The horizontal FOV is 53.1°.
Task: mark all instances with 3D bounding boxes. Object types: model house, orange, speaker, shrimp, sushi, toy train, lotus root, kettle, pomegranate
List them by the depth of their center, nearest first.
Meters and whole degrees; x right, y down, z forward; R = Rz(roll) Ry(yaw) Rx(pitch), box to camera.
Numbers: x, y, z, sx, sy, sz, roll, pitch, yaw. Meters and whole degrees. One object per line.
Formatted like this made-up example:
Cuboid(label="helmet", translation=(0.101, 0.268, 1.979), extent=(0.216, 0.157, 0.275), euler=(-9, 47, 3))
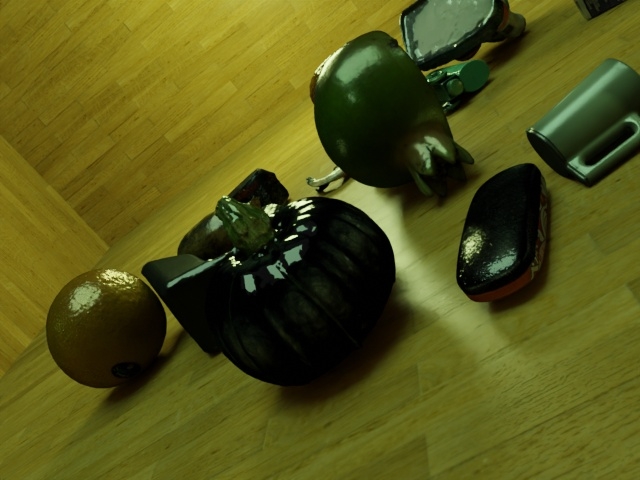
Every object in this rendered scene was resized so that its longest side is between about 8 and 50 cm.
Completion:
Cuboid(label="kettle", translation=(0.380, -0.158, 0.888), extent=(0.148, 0.126, 0.098), euler=(-41, -15, 5))
Cuboid(label="pomegranate", translation=(0.117, -0.201, 1.201), extent=(0.216, 0.309, 0.358), euler=(-31, 54, 2))
Cuboid(label="speaker", translation=(-0.245, 0.101, 1.383), extent=(0.184, 0.180, 0.388), euler=(-38, 17, -16))
Cuboid(label="orange", translation=(-0.490, 0.201, 1.469), extent=(0.274, 0.274, 0.274), euler=(-36, 18, 13))
Cuboid(label="toy train", translation=(0.306, -0.384, 1.565), extent=(0.159, 0.101, 0.248), euler=(-33, 16, -9))
Cuboid(label="lotus root", translation=(-0.249, 0.021, 1.577), extent=(0.314, 0.169, 0.141), euler=(-36, 42, 21))
Cuboid(label="model house", translation=(0.402, -0.547, 1.664), extent=(0.301, 0.190, 0.271), euler=(-1, -17, -45))
Cuboid(label="shrimp", translation=(0.034, -0.192, 1.723), extent=(0.152, 0.046, 0.219), euler=(-31, 20, 17))
Cuboid(label="sushi", translation=(-0.204, -0.105, 1.875), extent=(0.225, 0.126, 0.136), euler=(-38, 18, 24))

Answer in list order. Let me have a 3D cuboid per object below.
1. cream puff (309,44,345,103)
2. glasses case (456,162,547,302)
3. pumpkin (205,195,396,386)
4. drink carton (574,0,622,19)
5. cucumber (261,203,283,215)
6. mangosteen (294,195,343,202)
Cuboid(label="cream puff", translation=(0.109, -0.477, 1.961), extent=(0.303, 0.212, 0.303), euler=(-33, -2, -1))
Cuboid(label="glasses case", translation=(0.241, -0.018, 0.839), extent=(0.103, 0.067, 0.266), euler=(-25, 22, 35))
Cuboid(label="pumpkin", translation=(-0.045, 0.048, 0.921), extent=(0.296, 0.296, 0.296), euler=(-36, 18, 13))
Cuboid(label="drink carton", translation=(0.645, -0.576, 1.332), extent=(0.222, 0.101, 0.134), euler=(-21, 23, 42))
Cuboid(label="cucumber", translation=(-0.144, -0.046, 1.703), extent=(0.116, 0.062, 0.115), euler=(-28, 25, 37))
Cuboid(label="mangosteen", translation=(0.000, 0.000, 1.160), extent=(0.166, 0.166, 0.180), euler=(-41, -9, -2))
